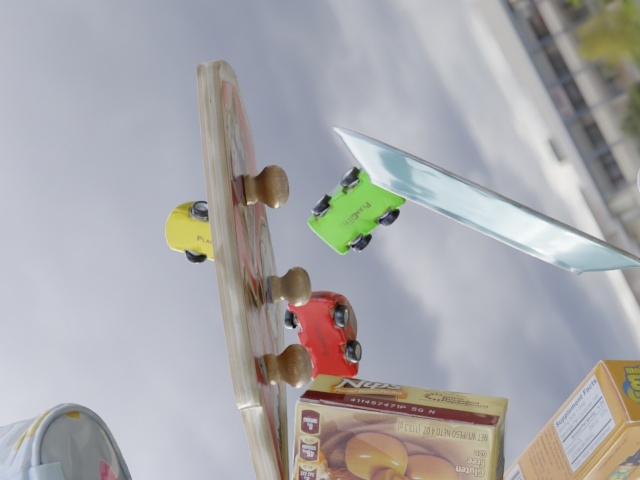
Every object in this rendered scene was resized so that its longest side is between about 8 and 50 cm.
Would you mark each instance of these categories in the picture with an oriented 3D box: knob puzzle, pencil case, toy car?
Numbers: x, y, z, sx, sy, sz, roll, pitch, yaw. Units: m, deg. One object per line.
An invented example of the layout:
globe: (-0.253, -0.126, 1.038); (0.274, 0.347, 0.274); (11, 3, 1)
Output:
knob puzzle: (-0.024, 0.005, 0.765); (0.213, 0.030, 0.213); (-7, -90, -87)
pencil case: (-0.271, 0.195, 1.242); (0.124, 0.273, 0.113); (31, -131, -56)
toy car: (0.000, 0.000, 1.619); (0.239, 0.225, 0.053); (43, -147, -10)

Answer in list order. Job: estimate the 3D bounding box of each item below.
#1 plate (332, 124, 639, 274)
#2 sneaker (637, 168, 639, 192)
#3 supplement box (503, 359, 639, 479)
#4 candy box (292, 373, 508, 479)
plate: (0.089, -0.017, 0.951); (0.188, 0.024, 0.188); (24, -178, -1)
sneaker: (0.435, -0.048, 1.384); (0.122, 0.331, 0.146); (101, -165, -53)
supplement box: (0.253, 0.207, 1.636); (0.078, 0.233, 0.080); (4, -129, -27)
candy box: (0.067, 0.292, 1.578); (0.087, 0.183, 0.316); (-39, -46, -70)
